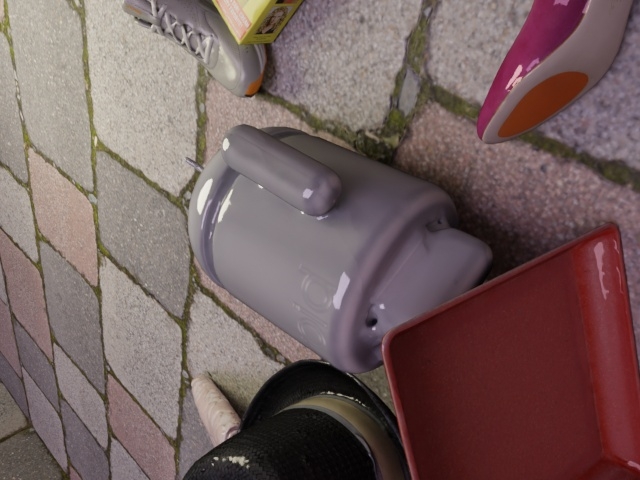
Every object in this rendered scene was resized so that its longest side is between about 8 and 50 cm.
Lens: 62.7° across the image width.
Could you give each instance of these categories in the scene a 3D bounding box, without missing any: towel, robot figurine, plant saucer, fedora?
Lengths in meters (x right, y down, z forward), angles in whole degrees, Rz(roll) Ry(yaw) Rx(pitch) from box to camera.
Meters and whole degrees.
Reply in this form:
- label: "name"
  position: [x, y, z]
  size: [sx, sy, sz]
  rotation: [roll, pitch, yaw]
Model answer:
- label: "towel"
  position: [-0.133, 0.406, 0.893]
  size: [0.332, 0.053, 0.317]
  rotation: [-3, 107, 67]
- label: "robot figurine"
  position: [0.000, 0.000, 0.555]
  size: [0.353, 0.200, 0.300]
  rotation: [28, 158, 33]
- label: "plant saucer"
  position: [0.166, 0.141, 0.433]
  size: [0.048, 0.259, 0.258]
  rotation: [7, 114, 61]
- label: "fedora"
  position: [-0.052, 0.282, 0.513]
  size: [0.334, 0.152, 0.334]
  rotation: [-8, 79, 47]

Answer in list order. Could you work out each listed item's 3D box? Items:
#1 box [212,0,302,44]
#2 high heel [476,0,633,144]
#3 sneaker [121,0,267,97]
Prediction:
- label: "box"
  position: [-0.032, -0.315, 0.547]
  size: [0.232, 0.058, 0.087]
  rotation: [-33, 85, 47]
- label: "high heel"
  position: [0.181, -0.190, 0.401]
  size: [0.244, 0.082, 0.117]
  rotation: [116, 141, -51]
- label: "sneaker"
  position: [-0.177, -0.274, 0.660]
  size: [0.262, 0.121, 0.099]
  rotation: [51, 136, 14]
